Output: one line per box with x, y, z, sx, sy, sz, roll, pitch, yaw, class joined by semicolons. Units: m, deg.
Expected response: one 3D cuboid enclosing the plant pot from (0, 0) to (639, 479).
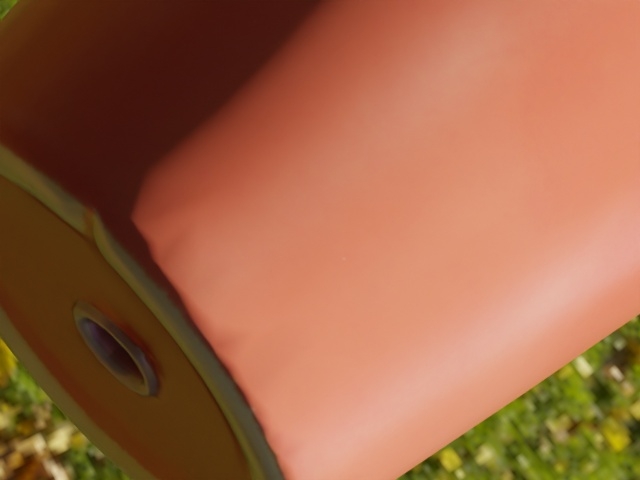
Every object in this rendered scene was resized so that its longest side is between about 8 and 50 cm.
0.005;-0.036;0.691;0.243;0.275;0.275;-42;141;-22;plant pot
